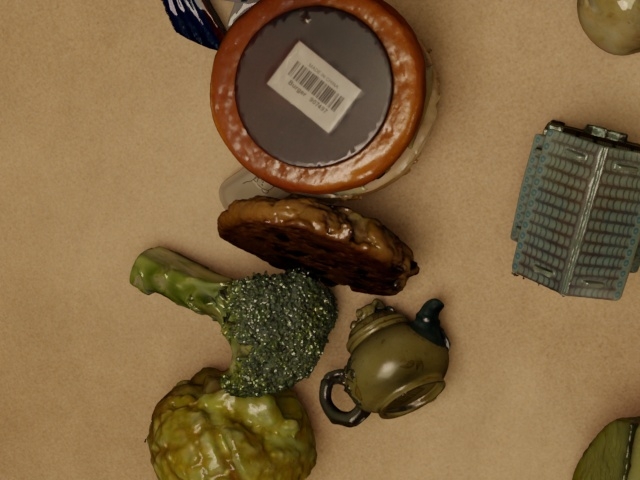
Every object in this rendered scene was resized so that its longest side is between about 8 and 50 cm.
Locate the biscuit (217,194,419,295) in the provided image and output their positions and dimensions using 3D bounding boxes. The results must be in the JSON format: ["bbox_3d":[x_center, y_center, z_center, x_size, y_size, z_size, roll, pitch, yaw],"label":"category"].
[{"bbox_3d":[0.004,0.000,1.840,0.289,0.334,0.081,4,72,34],"label":"biscuit"}]

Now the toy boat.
[{"bbox_3d":[-0.113,-0.404,1.888,0.318,0.072,0.219,5,104,4],"label":"toy boat"}]

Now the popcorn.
[{"bbox_3d":[-0.153,0.339,1.984,0.282,0.282,0.247,-24,98,20],"label":"popcorn"}]

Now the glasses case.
[{"bbox_3d":[-0.077,-0.104,1.958,0.196,0.050,0.083,-34,92,21],"label":"glasses case"}]

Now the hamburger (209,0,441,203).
[{"bbox_3d":[0.010,-0.217,1.778,0.330,0.250,0.330,0,90,15],"label":"hamburger"}]

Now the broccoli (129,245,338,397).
[{"bbox_3d":[-0.161,0.103,1.931,0.361,0.252,0.221,14,114,13],"label":"broccoli"}]

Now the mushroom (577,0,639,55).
[{"bbox_3d":[0.438,-0.334,1.718,0.148,0.112,0.148,31,142,28],"label":"mushroom"}]

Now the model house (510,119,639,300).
[{"bbox_3d":[0.390,-0.051,1.756,0.198,0.215,0.224,17,109,12],"label":"model house"}]

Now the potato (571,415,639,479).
[{"bbox_3d":[0.555,0.418,1.870,0.280,0.213,0.330,6,97,-5],"label":"potato"}]

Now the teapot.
[{"bbox_3d":[0.100,0.190,1.944,0.269,0.173,0.182,-36,65,20],"label":"teapot"}]
